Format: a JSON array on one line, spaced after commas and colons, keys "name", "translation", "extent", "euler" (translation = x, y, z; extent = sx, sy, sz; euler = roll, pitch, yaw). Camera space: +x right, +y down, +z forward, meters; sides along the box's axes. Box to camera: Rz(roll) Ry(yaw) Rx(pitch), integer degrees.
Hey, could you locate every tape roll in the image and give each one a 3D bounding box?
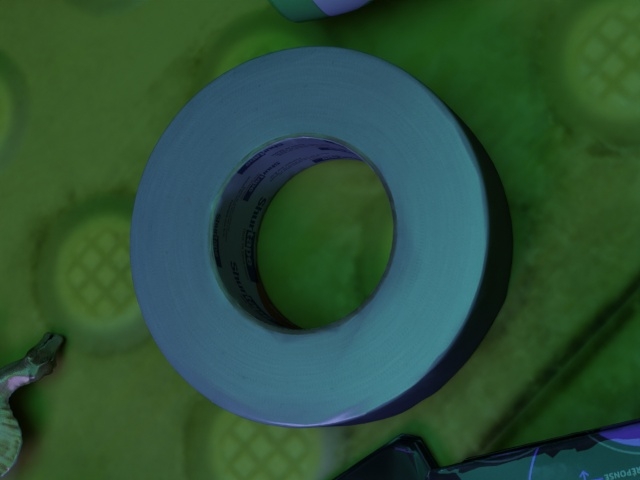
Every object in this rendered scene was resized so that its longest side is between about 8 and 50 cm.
[{"name": "tape roll", "translation": [0.000, 0.000, 0.764], "extent": [0.219, 0.072, 0.219], "euler": [-2, 83, 20]}]

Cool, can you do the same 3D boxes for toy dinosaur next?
[{"name": "toy dinosaur", "translation": [-0.238, 0.131, 0.841], "extent": [0.092, 0.053, 0.183], "euler": [28, 93, 19]}]

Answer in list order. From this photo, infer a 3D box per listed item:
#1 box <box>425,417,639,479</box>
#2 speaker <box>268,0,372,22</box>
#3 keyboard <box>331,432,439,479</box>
[{"name": "box", "translation": [0.172, 0.224, 0.634], "extent": [0.165, 0.143, 0.270], "euler": [-16, 78, 16]}, {"name": "speaker", "translation": [0.091, -0.236, 0.734], "extent": [0.296, 0.131, 0.131], "euler": [-24, 76, 15]}, {"name": "keyboard", "translation": [0.010, 0.205, 0.761], "extent": [0.180, 0.023, 0.108], "euler": [-36, 66, 13]}]
